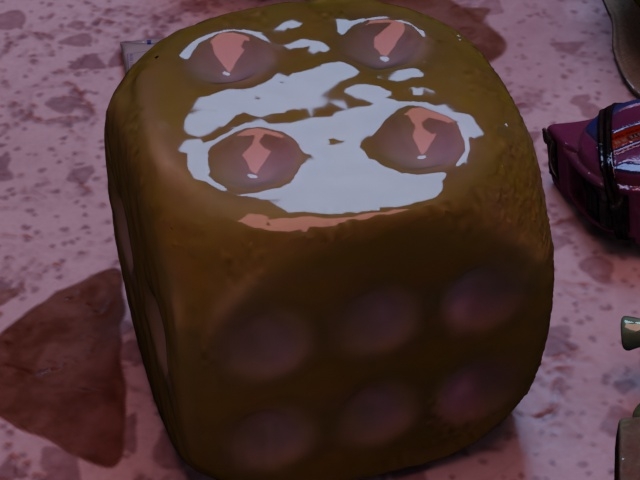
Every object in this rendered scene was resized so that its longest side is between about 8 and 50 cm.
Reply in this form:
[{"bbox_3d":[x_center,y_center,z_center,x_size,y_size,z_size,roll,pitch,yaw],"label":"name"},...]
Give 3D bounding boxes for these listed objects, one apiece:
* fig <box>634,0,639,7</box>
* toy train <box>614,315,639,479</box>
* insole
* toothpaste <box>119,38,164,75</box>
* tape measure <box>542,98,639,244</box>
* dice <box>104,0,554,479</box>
[{"bbox_3d":[0.331,-0.282,1.431,0.239,0.239,0.271,-9,46,-8],"label":"fig"},{"bbox_3d":[0.287,0.101,1.070,0.221,0.150,0.304,-5,34,15],"label":"toy train"},{"bbox_3d":[0.266,-0.174,1.484,0.063,0.010,0.192,-4,41,-2],"label":"insole"},{"bbox_3d":[-0.128,-0.101,1.403,0.052,0.033,0.218,-4,38,-4],"label":"toothpaste"},{"bbox_3d":[0.235,-0.054,1.302,0.118,0.074,0.125,-16,38,-7],"label":"tape measure"},{"bbox_3d":[0.000,0.000,1.135,0.238,0.227,0.233,-12,44,-13],"label":"dice"}]
